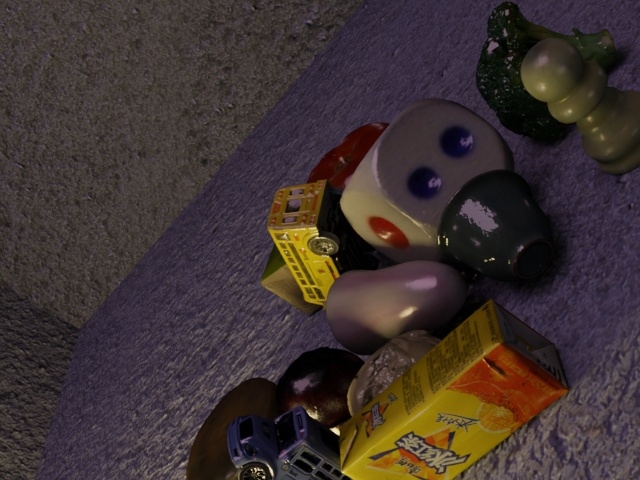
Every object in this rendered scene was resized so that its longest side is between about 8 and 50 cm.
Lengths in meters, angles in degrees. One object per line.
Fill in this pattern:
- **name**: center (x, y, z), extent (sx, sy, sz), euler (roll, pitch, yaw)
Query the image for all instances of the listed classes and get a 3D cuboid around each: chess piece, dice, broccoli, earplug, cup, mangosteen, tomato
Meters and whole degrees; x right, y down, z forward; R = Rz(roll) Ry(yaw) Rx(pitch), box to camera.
- **chess piece**: center (0.436, -0.236, 1.628), extent (0.144, 0.251, 0.144), euler (-46, 22, 25)
- **dice**: center (0.202, -0.104, 1.870), extent (0.251, 0.243, 0.259), euler (-51, -9, -17)
- **broccoli**: center (0.428, -0.343, 1.890), extent (0.269, 0.269, 0.254), euler (-42, 29, 30)
- **earplug**: center (0.161, 0.108, 1.818), extent (0.301, 0.172, 0.172), euler (-23, 37, 55)
- **cup**: center (0.320, -0.001, 1.672), extent (0.199, 0.199, 0.150), euler (-52, 39, 8)
- **mangosteen**: center (0.015, 0.315, 1.841), extent (0.194, 0.194, 0.230), euler (-33, 58, 45)
- **tomato**: center (0.119, -0.111, 2.173), extent (0.298, 0.226, 0.298), euler (-35, 25, 20)

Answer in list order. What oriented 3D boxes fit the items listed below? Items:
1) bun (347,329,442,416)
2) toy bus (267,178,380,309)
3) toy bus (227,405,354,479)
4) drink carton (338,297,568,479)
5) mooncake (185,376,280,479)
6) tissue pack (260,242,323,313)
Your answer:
- **bun**: center (0.134, 0.236, 1.704), extent (0.210, 0.116, 0.237), euler (-43, 4, -7)
- **toy bus**: center (0.012, 0.033, 2.037), extent (0.152, 0.330, 0.144), euler (-5, 49, 21)
- **toy bus**: center (-0.014, 0.375, 1.620), extent (0.133, 0.292, 0.125), euler (-47, 21, 12)
- **drink carton**: center (0.196, 0.262, 1.525), extent (0.351, 0.154, 0.111), euler (-45, 23, 26)
- **mooncake**: center (-0.136, 0.433, 1.988), extent (0.290, 0.161, 0.290), euler (-43, 23, 24)
- **tissue pack**: center (0.000, 0.000, 2.346), extent (0.200, 0.167, 0.275), euler (-33, 30, 46)
